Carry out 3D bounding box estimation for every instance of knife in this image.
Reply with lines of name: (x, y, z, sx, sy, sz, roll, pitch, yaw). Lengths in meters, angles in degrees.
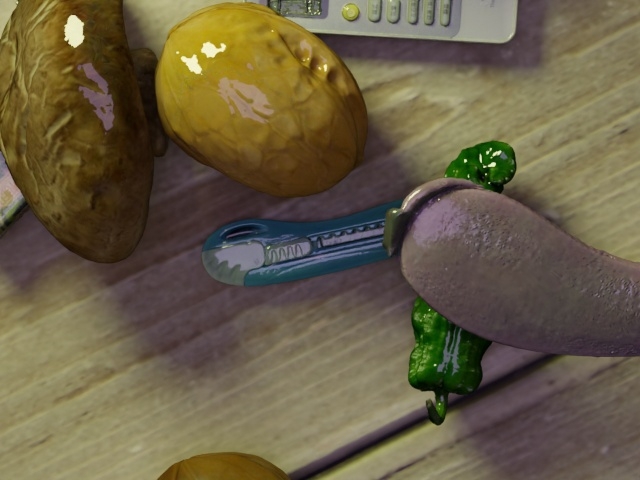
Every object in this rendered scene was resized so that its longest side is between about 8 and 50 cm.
knife: (0.000, 0.000, 1.834, 0.222, 0.031, 0.064, -11, 90, 3)

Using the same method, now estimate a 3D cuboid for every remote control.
remote control: (0.055, -0.234, 1.815, 0.250, 0.034, 0.103, 5, 94, 3)

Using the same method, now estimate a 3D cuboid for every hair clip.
hair clip: (0.221, 0.038, 1.752, 0.358, 0.096, 0.110, 11, 139, -16)

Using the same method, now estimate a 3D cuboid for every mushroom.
mushroom: (-0.200, -0.131, 1.748, 0.156, 0.151, 0.286, -6, 77, -19)

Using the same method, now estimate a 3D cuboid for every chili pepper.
chili pepper: (0.125, 0.036, 1.798, 0.074, 0.100, 0.257, 5, 93, -16)

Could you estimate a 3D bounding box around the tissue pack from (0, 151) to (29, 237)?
tissue pack: (-0.313, -0.085, 1.828, 0.108, 0.060, 0.148, -44, 92, 5)

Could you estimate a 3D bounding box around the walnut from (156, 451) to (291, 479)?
walnut: (-0.072, 0.286, 1.790, 0.167, 0.167, 0.207, -31, 84, 4)

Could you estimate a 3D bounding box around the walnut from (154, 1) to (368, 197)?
walnut: (-0.050, -0.122, 1.763, 0.206, 0.159, 0.159, 33, 95, -10)
